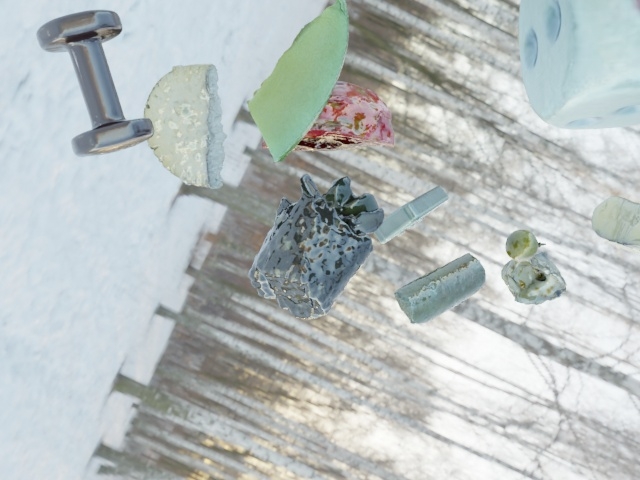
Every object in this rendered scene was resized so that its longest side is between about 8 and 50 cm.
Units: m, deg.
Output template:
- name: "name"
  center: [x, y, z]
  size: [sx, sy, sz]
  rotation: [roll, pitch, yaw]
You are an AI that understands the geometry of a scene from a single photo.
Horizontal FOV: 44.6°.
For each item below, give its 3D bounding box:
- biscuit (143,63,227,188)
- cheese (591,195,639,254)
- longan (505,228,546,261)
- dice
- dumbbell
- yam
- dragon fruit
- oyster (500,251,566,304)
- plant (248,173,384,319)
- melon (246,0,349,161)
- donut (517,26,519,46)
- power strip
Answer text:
- name: "biscuit"
  center: [-0.305, -0.249, 1.741]
  size: [0.084, 0.179, 0.281]
  rotation: [-72, 159, -69]
- name: "cheese"
  center: [0.496, 0.003, 1.096]
  size: [0.163, 0.248, 0.071]
  rotation: [31, -79, 61]
- name: "longan"
  center: [0.431, 0.010, 1.639]
  size: [0.075, 0.083, 0.075]
  rotation: [-3, 90, -80]
- name: "dice"
  center: [0.474, -0.331, 1.227]
  size: [0.262, 0.267, 0.265]
  rotation: [113, -29, -82]
- name: "dumbbell"
  center: [-0.368, -0.256, 1.284]
  size: [0.124, 0.140, 0.226]
  rotation: [-172, -116, -75]
- name: "yam"
  center: [0.276, 0.119, 1.830]
  size: [0.259, 0.106, 0.106]
  rotation: [-24, 160, -30]
- name: "dragon fruit"
  center: [-0.012, -0.236, 1.396]
  size: [0.211, 0.261, 0.134]
  rotation: [2, 89, -64]
- name: "oyster"
  center: [0.615, 0.099, 2.253]
  size: [0.341, 0.110, 0.166]
  rotation: [3, 131, -44]
- name: "plant"
  center: [0.000, 0.000, 1.459]
  size: [0.276, 0.199, 0.188]
  rotation: [-59, -170, -30]
- name: "melon"
  center: [-0.023, -0.242, 1.118]
  size: [0.262, 0.114, 0.053]
  rotation: [-62, 163, 9]
- name: "donut"
  center: [0.574, -0.527, 2.069]
  size: [0.058, 0.152, 0.152]
  rotation: [-8, -134, 41]
- name: "power strip"
  center: [0.235, -0.060, 2.157]
  size: [0.193, 0.059, 0.265]
  rotation: [-36, 176, 34]
